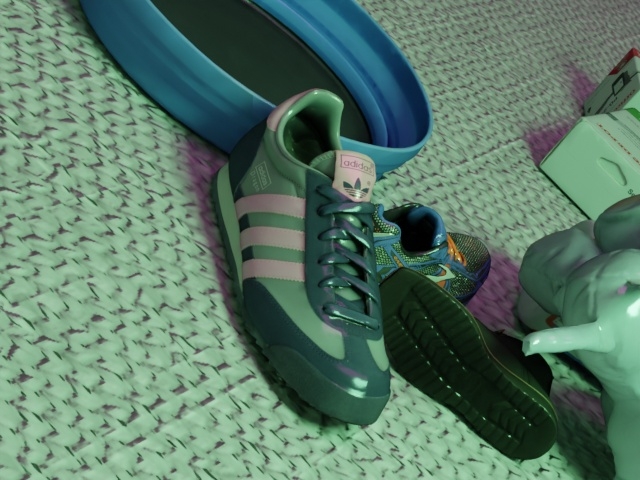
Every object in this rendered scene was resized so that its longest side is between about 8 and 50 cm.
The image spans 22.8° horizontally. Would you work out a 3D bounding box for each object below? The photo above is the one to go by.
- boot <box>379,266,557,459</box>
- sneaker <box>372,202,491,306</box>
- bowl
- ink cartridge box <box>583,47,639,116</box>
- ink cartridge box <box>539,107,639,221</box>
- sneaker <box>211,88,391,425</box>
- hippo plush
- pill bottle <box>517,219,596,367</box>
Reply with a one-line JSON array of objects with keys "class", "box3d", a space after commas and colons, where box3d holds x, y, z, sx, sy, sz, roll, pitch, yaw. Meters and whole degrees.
[{"class": "boot", "box3d": [0.127, 0.089, 1.376, 0.198, 0.077, 0.137, 50, 20, -8]}, {"class": "sneaker", "box3d": [0.092, 0.012, 1.422, 0.221, 0.087, 0.083, 0, 46, -53]}, {"class": "bowl", "box3d": [-0.066, -0.196, 1.564, 0.391, 0.077, 0.391, 30, 27, -17]}, {"class": "ink cartridge box", "box3d": [0.412, -0.177, 2.128, 0.063, 0.109, 0.150, 35, 26, -12]}, {"class": "ink cartridge box", "box3d": [0.379, -0.079, 1.952, 0.153, 0.087, 0.208, 47, 26, 16]}, {"class": "sneaker", "box3d": [0.000, 0.000, 1.268, 0.112, 0.131, 0.319, 19, 32, -36]}, {"class": "hippo plush", "box3d": [0.315, 0.099, 1.358, 0.294, 0.234, 0.236, -75, 142, -74]}, {"class": "pill bottle", "box3d": [0.313, 0.089, 1.550, 0.221, 0.124, 0.124, 36, 26, -11]}]
